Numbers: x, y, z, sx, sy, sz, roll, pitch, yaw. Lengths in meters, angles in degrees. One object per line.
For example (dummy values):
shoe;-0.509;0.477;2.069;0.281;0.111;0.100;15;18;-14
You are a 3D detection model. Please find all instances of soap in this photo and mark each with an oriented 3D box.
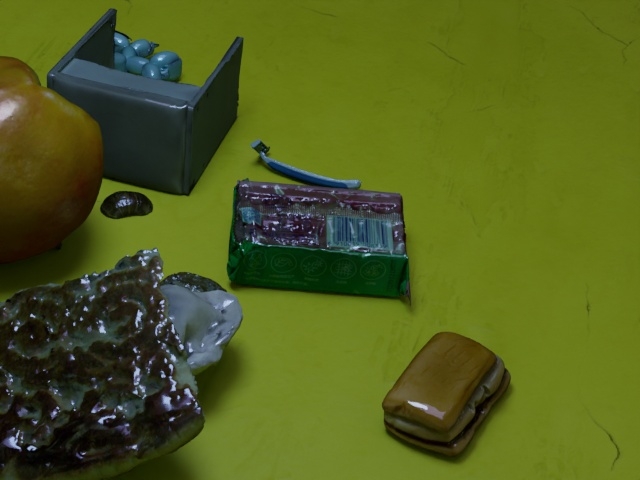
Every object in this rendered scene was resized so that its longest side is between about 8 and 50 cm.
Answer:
soap;0.000;-0.002;1.821;0.273;0.098;0.218;4;37;-4

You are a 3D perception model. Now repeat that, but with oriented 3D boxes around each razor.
razor;-0.025;-0.115;2.018;0.191;0.037;0.068;22;-2;12

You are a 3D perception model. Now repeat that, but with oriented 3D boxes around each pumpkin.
pumpkin;-0.301;-0.061;1.907;0.083;0.028;0.050;-5;37;-22

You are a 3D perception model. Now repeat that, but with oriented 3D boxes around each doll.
doll;-0.331;-0.324;2.220;0.158;0.059;0.159;0;36;-8

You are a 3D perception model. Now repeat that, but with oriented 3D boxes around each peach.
peach;-0.468;-0.093;1.723;0.289;0.289;0.308;35;82;31

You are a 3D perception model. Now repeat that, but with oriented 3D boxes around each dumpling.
dumpling;-0.206;0.134;1.577;0.250;0.132;0.162;-23;48;-27

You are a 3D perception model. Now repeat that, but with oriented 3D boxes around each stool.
stool;-0.286;-0.234;2.019;0.243;0.170;0.270;14;37;8

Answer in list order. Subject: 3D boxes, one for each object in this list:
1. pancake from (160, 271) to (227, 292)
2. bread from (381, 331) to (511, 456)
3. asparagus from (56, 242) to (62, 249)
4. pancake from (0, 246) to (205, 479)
pancake;-0.187;0.079;1.749;0.108;0.017;0.108;5;34;-4
bread;0.169;0.195;1.617;0.116;0.077;0.200;17;37;25
asparagus;-0.429;-0.063;1.891;0.024;0.025;0.248;36;18;-38
pancake;-0.342;0.166;1.499;0.426;0.067;0.305;-9;57;9
